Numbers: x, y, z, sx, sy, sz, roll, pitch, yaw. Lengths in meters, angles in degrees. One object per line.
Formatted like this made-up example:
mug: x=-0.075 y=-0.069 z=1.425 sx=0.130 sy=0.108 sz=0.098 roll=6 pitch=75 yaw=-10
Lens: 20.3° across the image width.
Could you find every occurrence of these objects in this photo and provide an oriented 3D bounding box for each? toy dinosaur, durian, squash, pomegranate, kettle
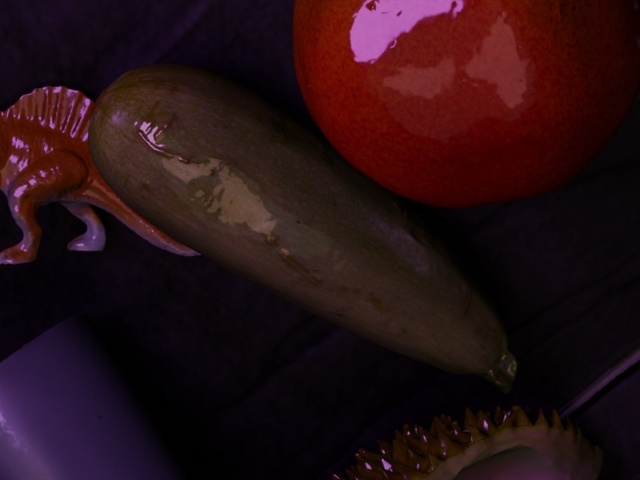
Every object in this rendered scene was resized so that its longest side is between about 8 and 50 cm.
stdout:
toy dinosaur: x=-0.187 y=-0.057 z=1.286 sx=0.212 sy=0.057 sz=0.142 roll=-1 pitch=102 yaw=-9
durian: x=0.057 y=0.251 z=1.335 sx=0.169 sy=0.157 sz=0.355 roll=41 pitch=87 yaw=-3
squash: x=0.004 y=-0.006 z=1.257 sx=0.371 sy=0.118 sz=0.118 roll=31 pitch=118 yaw=-16
pomegranate: x=0.089 y=-0.147 z=1.117 sx=0.221 sy=0.221 sz=0.256 roll=-8 pitch=110 yaw=9
kettle: x=-0.178 y=0.206 z=1.333 sx=0.243 sy=0.160 sz=0.210 roll=54 pitch=142 yaw=2
